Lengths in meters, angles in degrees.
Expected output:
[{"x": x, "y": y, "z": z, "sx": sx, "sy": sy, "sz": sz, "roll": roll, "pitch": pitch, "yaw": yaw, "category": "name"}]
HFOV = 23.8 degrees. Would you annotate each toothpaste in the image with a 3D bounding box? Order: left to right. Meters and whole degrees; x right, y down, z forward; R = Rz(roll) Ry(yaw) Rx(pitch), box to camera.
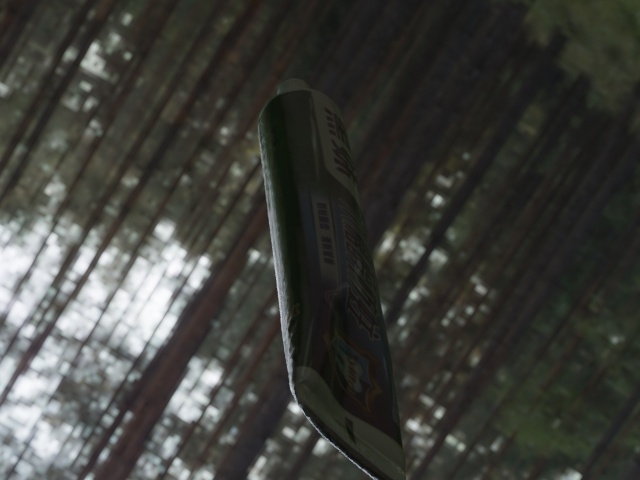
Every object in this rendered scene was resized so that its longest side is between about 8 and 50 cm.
[{"x": 0.000, "y": 0.000, "z": 0.974, "sx": 0.099, "sy": 0.061, "sz": 0.392, "roll": 43, "pitch": -159, "yaw": -31, "category": "toothpaste"}]
